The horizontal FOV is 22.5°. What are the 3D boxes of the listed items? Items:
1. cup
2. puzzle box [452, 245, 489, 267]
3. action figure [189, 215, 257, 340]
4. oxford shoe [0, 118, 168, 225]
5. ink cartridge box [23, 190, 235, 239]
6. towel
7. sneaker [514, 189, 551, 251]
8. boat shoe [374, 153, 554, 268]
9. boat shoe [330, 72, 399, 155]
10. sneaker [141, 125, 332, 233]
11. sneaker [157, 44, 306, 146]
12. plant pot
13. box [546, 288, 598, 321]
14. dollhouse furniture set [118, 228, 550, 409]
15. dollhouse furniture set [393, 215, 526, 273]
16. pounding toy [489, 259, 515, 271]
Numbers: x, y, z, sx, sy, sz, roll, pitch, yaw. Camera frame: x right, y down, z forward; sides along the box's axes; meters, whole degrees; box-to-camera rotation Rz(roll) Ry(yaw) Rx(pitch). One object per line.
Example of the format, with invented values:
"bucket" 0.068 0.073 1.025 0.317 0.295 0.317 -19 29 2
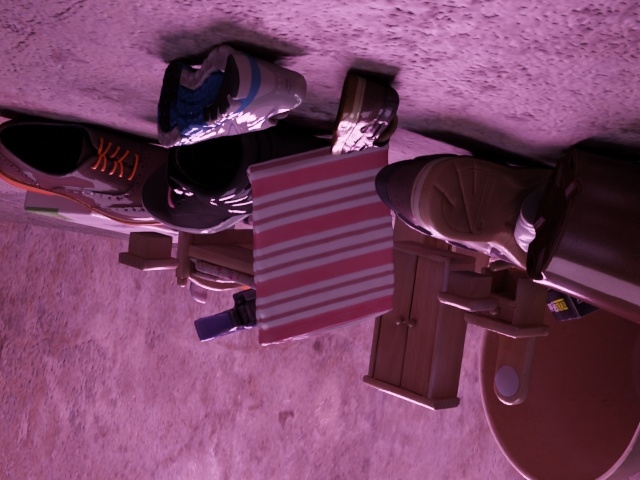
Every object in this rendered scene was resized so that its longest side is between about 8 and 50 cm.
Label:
"cup" 0.408 0.171 2.171 0.237 0.331 0.331 5 179 -34
"puzzle box" 0.390 0.049 2.392 0.409 0.052 0.272 8 176 7
"action figure" -0.058 0.014 2.128 0.341 0.178 0.330 -18 -174 -34
"oxford shoe" -0.238 -0.077 1.806 0.271 0.096 0.098 10 169 -8
"ink cartridge box" -0.233 -0.057 2.022 0.219 0.092 0.160 12 175 -41
"towel" 0.000 0.000 1.536 0.144 0.197 0.029 -14 -151 -22
"sneaker" 0.253 -0.024 1.533 0.152 0.053 0.061 -7 149 -16
"boat shoe" 0.161 -0.036 1.566 0.092 0.102 0.285 23 -172 39
"boat shoe" 0.037 -0.094 1.289 0.049 0.056 0.152 14 175 1
"sneaker" -0.117 -0.073 1.605 0.147 0.104 0.296 16 166 -42
"sneaker" -0.071 -0.108 1.275 0.083 0.071 0.191 5 178 -26
"plant pot" 0.279 -0.001 1.420 0.165 0.167 0.167 18 175 -5
"box" 0.341 0.030 1.736 0.191 0.045 0.184 -25 173 0
"dollhouse furniture set" 0.012 0.098 1.702 0.356 0.173 0.303 -1 -169 -44
"dollhouse furniture set" 0.212 0.045 1.994 0.242 0.161 0.212 6 175 28
"pounding toy" 0.234 -0.004 1.731 0.130 0.100 0.141 9 175 -8
